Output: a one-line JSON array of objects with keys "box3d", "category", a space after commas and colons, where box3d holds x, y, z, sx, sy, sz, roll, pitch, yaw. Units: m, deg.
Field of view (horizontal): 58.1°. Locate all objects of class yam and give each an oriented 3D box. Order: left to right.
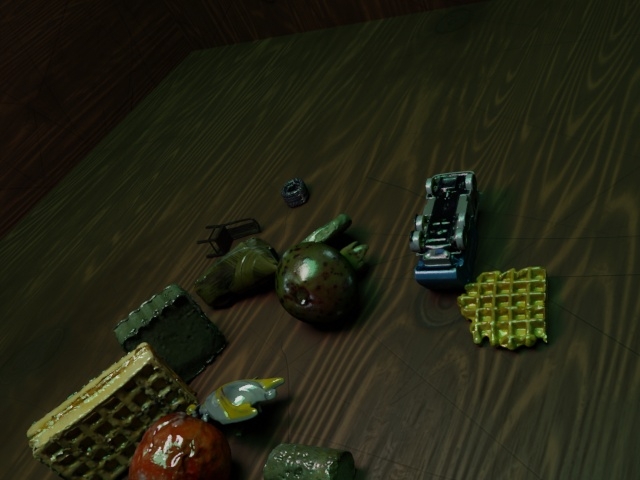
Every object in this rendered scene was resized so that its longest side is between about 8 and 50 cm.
[{"box3d": [-0.030, 0.513, 1.289, 0.194, 0.107, 0.107, -3, 46, 31], "category": "yam"}]

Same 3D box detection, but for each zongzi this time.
[{"box3d": [-0.248, 0.117, 1.788, 0.286, 0.138, 0.300, -37, 21, -7], "category": "zongzi"}]

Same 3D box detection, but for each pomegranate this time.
[{"box3d": [0.003, 0.091, 1.635, 0.243, 0.242, 0.305, -5, 36, 29], "category": "pomegranate"}]

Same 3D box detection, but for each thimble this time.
[{"box3d": [-0.094, -0.176, 2.113, 0.095, 0.066, 0.104, -26, 36, 3], "category": "thimble"}]

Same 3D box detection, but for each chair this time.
[{"box3d": [-0.323, -0.010, 2.064, 0.213, 0.084, 0.101, -8, 40, 24], "category": "chair"}]

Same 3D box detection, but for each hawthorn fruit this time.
[{"box3d": [-0.342, 0.547, 1.332, 0.242, 0.241, 0.271, -9, 29, 24], "category": "hawthorn fruit"}]

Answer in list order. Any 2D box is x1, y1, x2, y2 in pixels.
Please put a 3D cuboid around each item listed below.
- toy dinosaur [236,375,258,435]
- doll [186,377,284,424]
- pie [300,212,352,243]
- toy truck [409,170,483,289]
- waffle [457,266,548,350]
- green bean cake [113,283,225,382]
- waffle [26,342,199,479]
[{"box3d": [-0.213, 0.438, 1.543, 0.058, 0.037, 0.180, -1, 51, 13], "category": "toy dinosaur"}, {"box3d": [-0.232, 0.418, 1.467, 0.317, 0.146, 0.103, -26, 72, 30], "category": "doll"}, {"box3d": [0.000, 0.000, 1.795, 0.241, 0.054, 0.240, -39, -5, -4], "category": "pie"}, {"box3d": [0.349, -0.025, 1.579, 0.146, 0.175, 0.367, -2, 47, 29], "category": "toy truck"}, {"box3d": [0.438, 0.168, 1.406, 0.219, 0.057, 0.229, -5, 45, 28], "category": "waffle"}, {"box3d": [-0.430, 0.283, 1.677, 0.241, 0.255, 0.132, -44, 32, -16], "category": "green bean cake"}, {"box3d": [-0.540, 0.470, 1.531, 0.376, 0.260, 0.114, -39, 34, -12], "category": "waffle"}]
